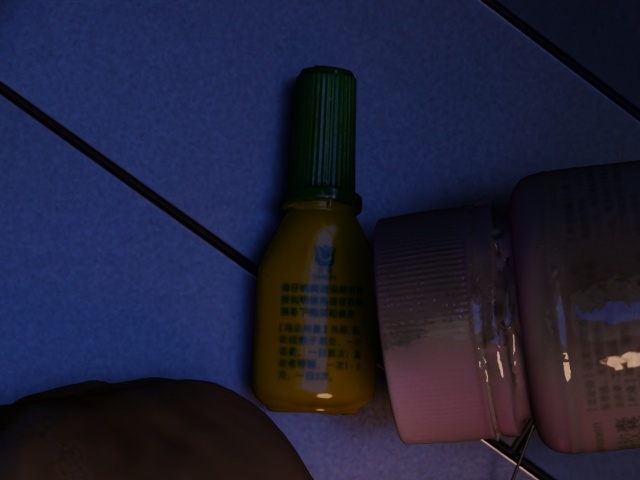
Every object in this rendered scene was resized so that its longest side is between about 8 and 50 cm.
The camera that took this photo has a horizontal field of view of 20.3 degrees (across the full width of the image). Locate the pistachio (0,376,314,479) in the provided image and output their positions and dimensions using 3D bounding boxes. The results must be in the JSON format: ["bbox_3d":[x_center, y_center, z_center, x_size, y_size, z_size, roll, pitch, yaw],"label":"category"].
[{"bbox_3d":[-0.147,0.286,1.444,0.445,0.281,0.365,38,66,-20],"label":"pistachio"}]

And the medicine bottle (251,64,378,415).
[{"bbox_3d":[0.000,0.000,1.577,0.111,0.076,0.309,4,86,-14],"label":"medicine bottle"}]

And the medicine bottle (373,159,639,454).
[{"bbox_3d":[0.207,0.060,1.510,0.302,0.241,0.241,-7,88,8],"label":"medicine bottle"}]

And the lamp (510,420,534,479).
[{"bbox_3d":[0.173,0.208,1.612,0.041,0.054,0.121,18,83,-10],"label":"lamp"}]
